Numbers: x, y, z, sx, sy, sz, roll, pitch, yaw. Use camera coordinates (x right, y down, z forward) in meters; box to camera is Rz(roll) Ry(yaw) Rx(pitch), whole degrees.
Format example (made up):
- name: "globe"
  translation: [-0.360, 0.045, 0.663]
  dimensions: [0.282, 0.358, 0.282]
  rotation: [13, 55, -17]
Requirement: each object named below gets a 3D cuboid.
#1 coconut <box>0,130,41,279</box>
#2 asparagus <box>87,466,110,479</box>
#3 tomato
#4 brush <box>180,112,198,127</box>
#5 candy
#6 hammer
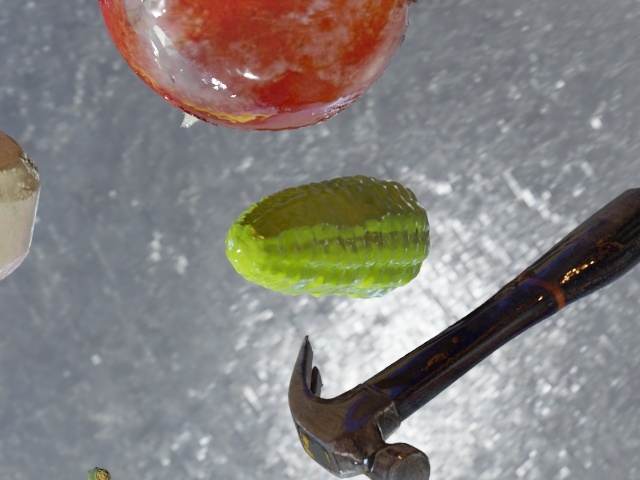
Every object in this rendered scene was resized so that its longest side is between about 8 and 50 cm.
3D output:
- name: "coconut"
  translation: [-0.373, -0.025, 1.750]
  dimensions: [0.171, 0.171, 0.183]
  rotation: [30, 118, 22]
- name: "asparagus"
  translation: [-0.199, 0.211, 1.546]
  dimensions: [0.018, 0.015, 0.127]
  rotation: [24, 170, -7]
- name: "tomato"
  translation: [-0.048, -0.128, 0.923]
  dimensions: [0.173, 0.099, 0.189]
  rotation: [41, 139, 0]
- name: "brush"
  translation: [0.014, -0.168, 1.196]
  dimensions: [0.272, 0.103, 0.013]
  rotation: [-29, 113, 28]
- name: "candy"
  translation: [0.000, 0.000, 1.285]
  dimensions: [0.096, 0.209, 0.097]
  rotation: [2, 94, 34]
- name: "hammer"
  translation: [0.103, 0.046, 1.035]
  dimensions: [0.137, 0.290, 0.037]
  rotation: [24, 139, 47]
